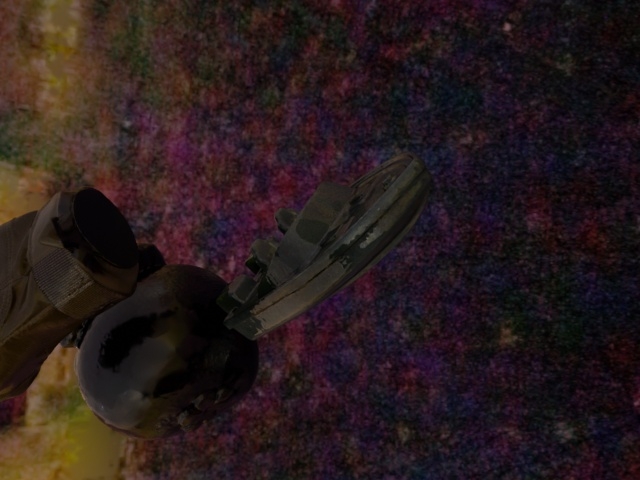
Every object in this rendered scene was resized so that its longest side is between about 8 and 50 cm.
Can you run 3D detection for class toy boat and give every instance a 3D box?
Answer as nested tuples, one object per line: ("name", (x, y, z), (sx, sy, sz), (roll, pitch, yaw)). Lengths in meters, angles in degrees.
("toy boat", (0.000, 0.000, 0.581), (0.319, 0.092, 0.141), (-36, 17, 52))

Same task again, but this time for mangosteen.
("mangosteen", (-0.202, 0.126, 0.746), (0.243, 0.242, 0.243), (-176, 90, -65))

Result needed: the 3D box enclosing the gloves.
("gloves", (-0.321, 0.080, 0.555), (0.154, 0.331, 0.141), (56, -177, -9))
